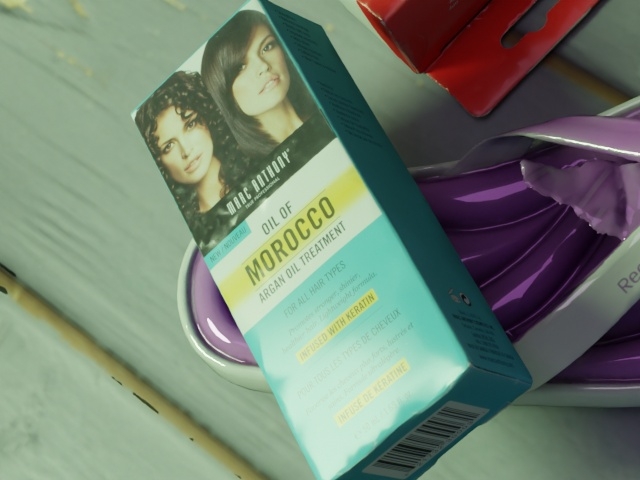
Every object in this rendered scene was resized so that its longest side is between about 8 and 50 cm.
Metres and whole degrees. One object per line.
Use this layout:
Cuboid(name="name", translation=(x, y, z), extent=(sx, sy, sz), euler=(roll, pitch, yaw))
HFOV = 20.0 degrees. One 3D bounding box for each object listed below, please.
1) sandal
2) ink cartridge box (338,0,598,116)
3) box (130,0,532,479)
Cuboid(name="sandal", translation=(0.111, 0.005, 0.923), extent=(0.416, 0.102, 0.169), euler=(-14, 69, 17))
Cuboid(name="ink cartridge box", translation=(0.048, -0.193, 1.026), extent=(0.134, 0.078, 0.231), euler=(-46, 64, 1))
Cuboid(name="box", translation=(0.000, 0.000, 0.906), extent=(0.100, 0.060, 0.244), euler=(-42, 58, 20))
